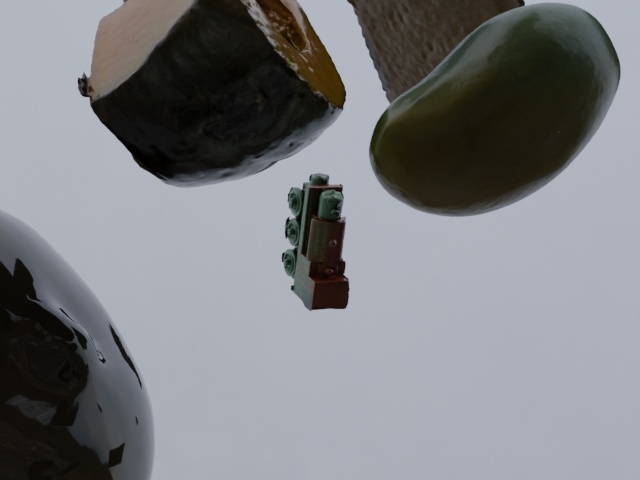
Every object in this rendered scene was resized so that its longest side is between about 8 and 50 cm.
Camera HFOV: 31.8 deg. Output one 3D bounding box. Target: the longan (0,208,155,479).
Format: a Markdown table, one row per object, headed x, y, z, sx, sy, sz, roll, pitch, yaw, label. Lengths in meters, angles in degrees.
| x | y | z | sx | sy | sz | roll | pitch | yaw | label |
| --- | --- | --- | --- | --- | --- | --- | --- | --- | --- |
| -0.307 | 0.137 | 0.923 | 0.361 | 0.361 | 0.361 | 0 | -50 | 0 | longan |

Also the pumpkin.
| x | y | z | sx | sy | sz | roll | pitch | yaw | label |
| --- | --- | --- | --- | --- | --- | --- | --- | --- | --- |
| -0.104 | -0.175 | 0.823 | 0.139 | 0.190 | 0.280 | -33 | -93 | 19 | pumpkin |

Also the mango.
| x | y | z | sx | sy | sz | roll | pitch | yaw | label |
| --- | --- | --- | --- | --- | --- | --- | --- | --- | --- |
| 0.118 | -0.082 | 0.754 | 0.191 | 0.085 | 0.122 | -35 | -42 | -8 | mango |

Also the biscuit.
| x | y | z | sx | sy | sz | roll | pitch | yaw | label |
| --- | --- | --- | --- | --- | --- | --- | --- | --- | --- |
| 0.123 | -0.188 | 1.099 | 0.237 | 0.013 | 0.232 | 11 | -50 | 52 | biscuit |

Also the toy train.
| x | y | z | sx | sy | sz | roll | pitch | yaw | label |
| --- | --- | --- | --- | --- | --- | --- | --- | --- | --- |
| 0.000 | 0.000 | 1.561 | 0.074 | 0.118 | 0.176 | -2 | -67 | -27 | toy train |
